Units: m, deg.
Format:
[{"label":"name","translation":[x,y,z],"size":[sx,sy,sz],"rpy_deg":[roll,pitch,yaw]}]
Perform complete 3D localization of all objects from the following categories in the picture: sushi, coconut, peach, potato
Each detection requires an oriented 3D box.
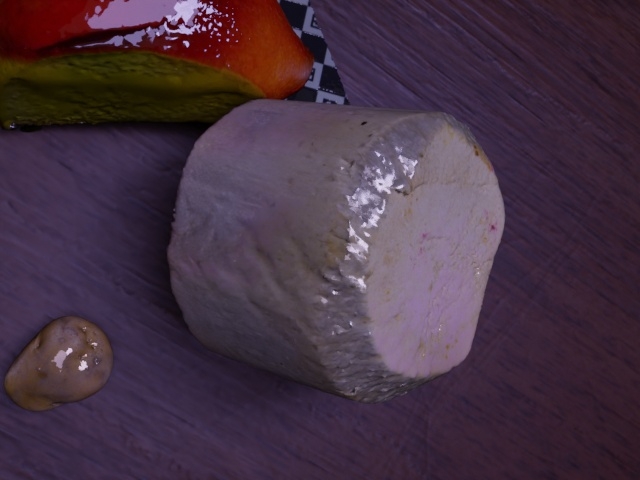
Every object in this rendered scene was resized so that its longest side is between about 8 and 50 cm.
[{"label":"sushi","translation":[-0.050,-0.162,0.708],"size":[0.120,0.026,0.126],"rpy_deg":[-22,87,-15]},{"label":"coconut","translation":[0.000,0.000,0.605],"size":[0.239,0.244,0.239],"rpy_deg":[-11,106,-45]},{"label":"peach","translation":[-0.130,-0.178,0.600],"size":[0.268,0.154,0.158],"rpy_deg":[0,82,-9]},{"label":"potato","translation":[-0.212,0.102,0.617],"size":[0.083,0.062,0.068],"rpy_deg":[-34,81,3]}]
